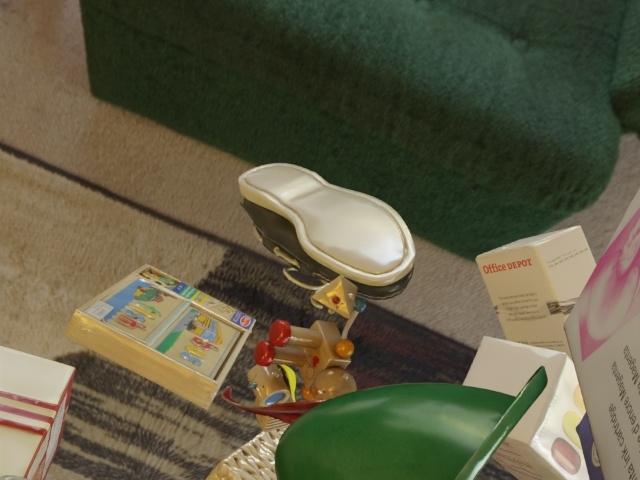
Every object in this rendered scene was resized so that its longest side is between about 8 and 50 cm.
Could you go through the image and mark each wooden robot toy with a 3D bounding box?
[{"bbox_3d":[-0.008,0.112,0.613,0.076,0.173,0.079,7,40,-39],"label":"wooden robot toy"}]

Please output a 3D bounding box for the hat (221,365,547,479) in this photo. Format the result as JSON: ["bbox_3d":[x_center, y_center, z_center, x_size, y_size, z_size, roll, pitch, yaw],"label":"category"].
[{"bbox_3d":[-0.006,0.101,0.434,0.183,0.208,0.173,37,29,19],"label":"hat"}]

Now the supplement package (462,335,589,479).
[{"bbox_3d":[0.314,0.260,1.076,0.244,0.134,0.139,43,67,-36],"label":"supplement package"}]

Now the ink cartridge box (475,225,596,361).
[{"bbox_3d":[0.417,0.127,1.373,0.114,0.198,0.273,-21,89,-21],"label":"ink cartridge box"}]

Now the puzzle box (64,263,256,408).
[{"bbox_3d":[-0.278,0.163,1.437,0.272,0.409,0.052,28,100,-2],"label":"puzzle box"}]

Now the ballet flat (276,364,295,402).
[{"bbox_3d":[-0.093,0.389,1.791,0.077,0.077,0.231,-15,48,11],"label":"ballet flat"}]

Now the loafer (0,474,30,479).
[{"bbox_3d":[-0.262,0.381,0.897,0.319,0.111,0.112,35,83,-31],"label":"loafer"}]

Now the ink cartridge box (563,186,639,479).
[{"bbox_3d":[0.237,0.074,0.507,0.071,0.324,0.330,23,111,3],"label":"ink cartridge box"}]

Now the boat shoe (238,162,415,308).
[{"bbox_3d":[0.000,0.000,0.717,0.095,0.254,0.079,-27,125,-28],"label":"boat shoe"}]

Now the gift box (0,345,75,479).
[{"bbox_3d":[-0.536,0.279,1.146,0.258,0.276,0.255,17,34,-7],"label":"gift box"}]

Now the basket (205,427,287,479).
[{"bbox_3d":[-0.078,0.573,1.469,0.328,0.331,0.266,42,26,17],"label":"basket"}]
